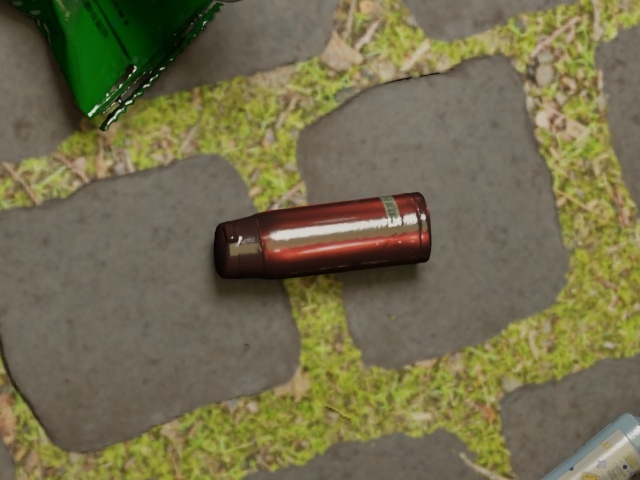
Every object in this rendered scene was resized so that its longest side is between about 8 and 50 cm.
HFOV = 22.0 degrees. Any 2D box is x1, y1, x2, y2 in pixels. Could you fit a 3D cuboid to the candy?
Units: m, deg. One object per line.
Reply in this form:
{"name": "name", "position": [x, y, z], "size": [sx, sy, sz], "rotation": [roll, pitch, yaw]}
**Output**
{"name": "candy", "position": [-0.183, -0.201, 1.228], "size": [0.141, 0.078, 0.203], "rotation": [-45, 100, -9]}

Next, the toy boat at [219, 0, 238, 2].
{"name": "toy boat", "position": [-0.110, -0.310, 1.206], "size": [0.276, 0.111, 0.293], "rotation": [24, 49, -4]}

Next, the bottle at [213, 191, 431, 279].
{"name": "bottle", "position": [0.000, 0.000, 1.265], "size": [0.164, 0.060, 0.060], "rotation": [-7, 90, -9]}

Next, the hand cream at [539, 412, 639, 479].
{"name": "hand cream", "position": [0.210, 0.191, 1.301], "size": [0.170, 0.043, 0.065], "rotation": [-40, 99, -6]}
